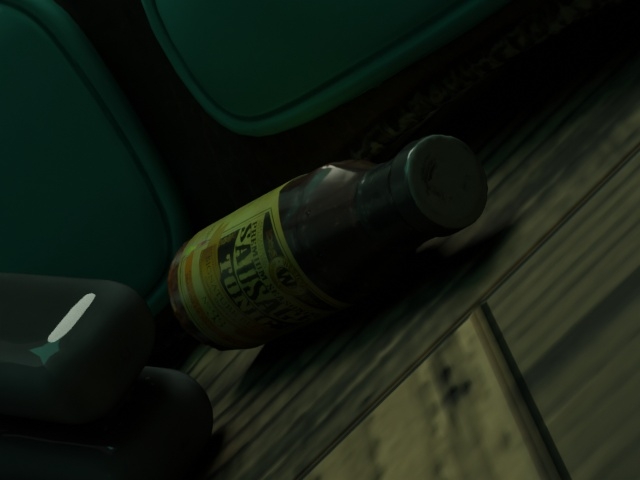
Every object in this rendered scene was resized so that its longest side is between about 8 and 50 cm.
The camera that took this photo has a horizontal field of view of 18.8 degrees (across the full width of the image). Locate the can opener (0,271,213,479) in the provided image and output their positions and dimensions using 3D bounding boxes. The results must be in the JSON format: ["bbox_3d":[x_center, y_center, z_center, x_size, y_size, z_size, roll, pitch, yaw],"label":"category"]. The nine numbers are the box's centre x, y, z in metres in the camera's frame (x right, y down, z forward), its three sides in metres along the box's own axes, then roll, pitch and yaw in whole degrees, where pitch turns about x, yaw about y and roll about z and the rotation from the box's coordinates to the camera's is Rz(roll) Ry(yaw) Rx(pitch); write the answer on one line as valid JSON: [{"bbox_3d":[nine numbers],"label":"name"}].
[{"bbox_3d":[-0.159,0.053,0.626,0.280,0.074,0.093,-1,44,36],"label":"can opener"}]

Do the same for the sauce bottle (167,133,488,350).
[{"bbox_3d":[0.000,0.000,0.551,0.128,0.042,0.042,-30,22,56],"label":"sauce bottle"}]

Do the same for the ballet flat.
[{"bbox_3d":[-0.030,-0.069,0.673,0.483,0.164,0.182,-29,0,37],"label":"ballet flat"}]
